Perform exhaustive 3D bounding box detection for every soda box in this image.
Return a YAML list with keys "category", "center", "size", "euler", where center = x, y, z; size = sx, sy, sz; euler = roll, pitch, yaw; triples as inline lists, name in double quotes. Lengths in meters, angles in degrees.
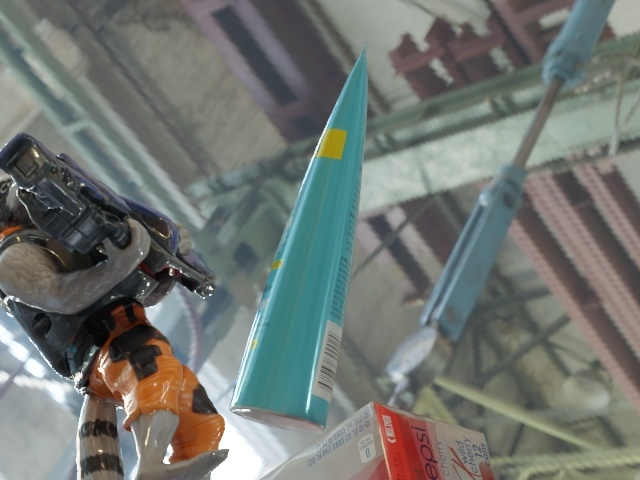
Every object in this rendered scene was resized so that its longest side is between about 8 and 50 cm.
- category: "soda box"
  center: [-0.023, 0.188, 0.719]
  size: [0.083, 0.092, 0.263]
  euler: [21, -47, -38]

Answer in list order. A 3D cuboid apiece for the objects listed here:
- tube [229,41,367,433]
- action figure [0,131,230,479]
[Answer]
- category: "tube"
  center: [0.000, 0.000, 0.748]
  size: [0.052, 0.207, 0.080]
  euler: [15, -17, -6]
- category: "action figure"
  center: [-0.176, 0.061, 1.003]
  size: [0.330, 0.178, 0.341]
  euler: [57, 4, 26]
